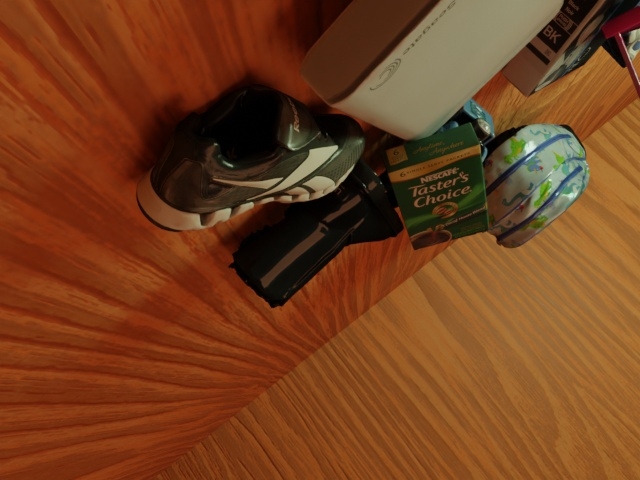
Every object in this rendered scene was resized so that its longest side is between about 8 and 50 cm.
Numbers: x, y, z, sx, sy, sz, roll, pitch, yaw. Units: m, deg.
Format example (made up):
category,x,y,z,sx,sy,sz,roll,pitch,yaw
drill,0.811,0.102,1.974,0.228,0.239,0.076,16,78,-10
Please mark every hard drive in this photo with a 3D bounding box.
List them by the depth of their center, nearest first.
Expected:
category,x,y,z,sx,sy,sz,roll,pitch,yaw
hard drive,0.134,-0.194,0.486,0.233,0.047,0.353,-44,170,18

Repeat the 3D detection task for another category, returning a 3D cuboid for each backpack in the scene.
category,x,y,z,sx,sy,sz,roll,pitch,yaw
backpack,0.427,-0.123,1.135,0.290,0.273,0.356,-39,154,27

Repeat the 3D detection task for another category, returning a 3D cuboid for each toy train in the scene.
category,x,y,z,sx,sy,sz,roll,pitch,yaw
toy train,0.160,-0.118,0.741,0.184,0.080,0.105,-40,-157,39

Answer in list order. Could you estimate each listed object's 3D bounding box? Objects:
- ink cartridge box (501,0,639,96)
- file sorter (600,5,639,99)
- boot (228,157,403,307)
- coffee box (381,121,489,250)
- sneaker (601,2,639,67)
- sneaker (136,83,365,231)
category,x,y,z,sx,sy,sz,roll,pitch,yaw
ink cartridge box,0.386,-0.345,0.685,0.165,0.065,0.332,-30,162,-27
file sorter,0.559,-0.268,0.656,0.202,0.182,0.291,-29,-174,-43
boot,0.000,0.000,0.710,0.207,0.094,0.246,-42,161,3
coffee box,0.152,-0.060,0.679,0.113,0.040,0.184,-16,144,10
sneaker,0.573,-0.384,0.971,0.081,0.080,0.211,-40,166,17
sneaker,-0.031,-0.081,0.438,0.234,0.078,0.106,-23,161,-40
